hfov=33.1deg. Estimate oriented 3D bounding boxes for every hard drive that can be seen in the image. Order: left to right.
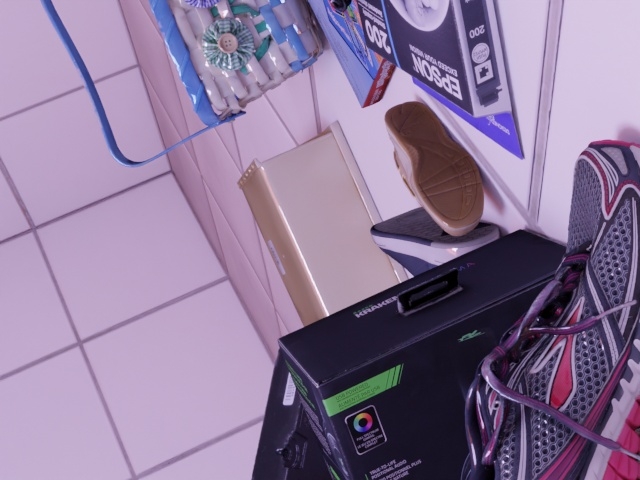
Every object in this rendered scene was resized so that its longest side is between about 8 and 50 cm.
[{"bbox_3d":[0.039,0.298,1.452,0.339,0.064,0.237,39,-128,-44],"label":"hard drive"}]

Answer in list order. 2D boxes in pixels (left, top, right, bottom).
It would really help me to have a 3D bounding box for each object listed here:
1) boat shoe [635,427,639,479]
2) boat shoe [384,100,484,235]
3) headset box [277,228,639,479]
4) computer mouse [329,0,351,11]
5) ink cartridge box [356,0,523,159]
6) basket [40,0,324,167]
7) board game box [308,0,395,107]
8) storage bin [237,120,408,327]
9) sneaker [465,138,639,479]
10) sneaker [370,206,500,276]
[{"bbox_3d":[0.252,0.184,0.750,0.324,0.123,0.116,101,148,-56],"label":"boat shoe"},{"bbox_3d":[0.111,-0.061,1.025,0.059,0.063,0.170,75,175,-49],"label":"boat shoe"},{"bbox_3d":[0.128,0.154,0.902,0.131,0.246,0.283,-145,34,-71],"label":"headset box"},{"bbox_3d":[-0.040,-0.346,0.948,0.188,0.072,0.272,76,179,-59],"label":"computer mouse"},{"bbox_3d":[0.087,-0.184,0.909,0.206,0.045,0.208,49,161,56],"label":"ink cartridge box"},{"bbox_3d":[-0.162,-0.250,1.260,0.255,0.289,0.201,65,-163,-10],"label":"basket"},{"bbox_3d":[0.003,-0.288,1.130,0.281,0.027,0.145,64,170,9],"label":"board game box"},{"bbox_3d":[0.000,0.000,1.500,0.262,0.123,0.260,65,169,0],"label":"storage bin"},{"bbox_3d":[0.155,0.077,0.686,0.121,0.112,0.299,108,175,-81],"label":"sneaker"},{"bbox_3d":[0.128,0.055,1.104,0.226,0.086,0.163,-149,39,-69],"label":"sneaker"}]
